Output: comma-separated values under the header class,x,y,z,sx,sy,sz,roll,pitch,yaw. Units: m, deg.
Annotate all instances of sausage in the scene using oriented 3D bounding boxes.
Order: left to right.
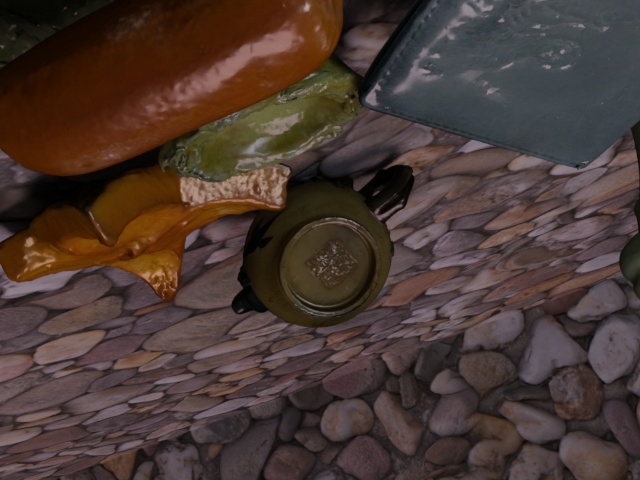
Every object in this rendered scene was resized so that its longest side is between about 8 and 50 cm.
class,x,y,z,sx,sy,sz,roll,pitch,yaw
sausage,-0.098,-0.104,0.603,0.238,0.098,0.098,-20,164,14

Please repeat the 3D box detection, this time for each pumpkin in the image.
class,x,y,z,sx,sy,sz,roll,pitch,yaw
pumpkin,-0.194,-0.006,1.035,0.258,0.095,0.290,-10,165,-41

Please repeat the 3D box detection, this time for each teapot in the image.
class,x,y,z,sx,sy,sz,roll,pitch,yaw
teapot,0.000,0.000,1.205,0.269,0.173,0.182,-44,-160,-1

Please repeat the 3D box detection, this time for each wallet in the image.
class,x,y,z,sx,sy,sz,roll,pitch,yaw
wallet,0.198,-0.178,0.781,0.251,0.054,0.290,15,139,-25

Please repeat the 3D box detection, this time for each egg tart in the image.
class,x,y,z,sx,sy,sz,roll,pitch,yaw
egg tart,-0.050,-0.117,0.873,0.197,0.078,0.197,-18,166,-5

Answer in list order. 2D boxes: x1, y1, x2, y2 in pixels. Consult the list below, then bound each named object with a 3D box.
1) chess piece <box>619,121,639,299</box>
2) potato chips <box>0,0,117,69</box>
class,x,y,z,sx,sy,sz,roll,pitch,yaw
chess piece,0.334,-0.104,0.948,0.195,0.299,0.194,-17,162,-6
potato chips,-0.204,-0.156,0.597,0.358,0.070,0.429,-26,162,27
